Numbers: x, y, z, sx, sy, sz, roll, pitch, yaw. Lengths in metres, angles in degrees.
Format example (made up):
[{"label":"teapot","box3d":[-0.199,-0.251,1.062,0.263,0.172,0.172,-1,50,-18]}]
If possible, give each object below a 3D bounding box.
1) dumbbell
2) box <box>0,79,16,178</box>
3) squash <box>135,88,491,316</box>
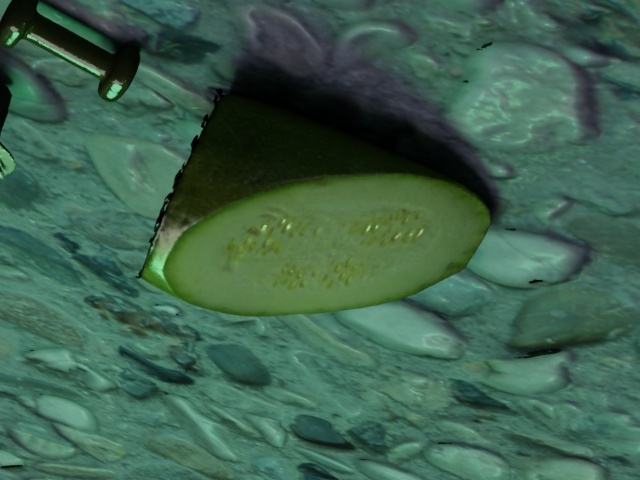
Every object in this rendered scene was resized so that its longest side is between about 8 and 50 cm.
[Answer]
[{"label":"dumbbell","box3d":[-0.207,-0.159,1.556,0.118,0.046,0.052,27,146,-17]},{"label":"box","box3d":[-0.427,-0.104,1.663,0.290,0.166,0.220,-1,147,34]},{"label":"squash","box3d":[0.000,0.000,1.571,0.260,0.189,0.189,25,153,-3]}]
